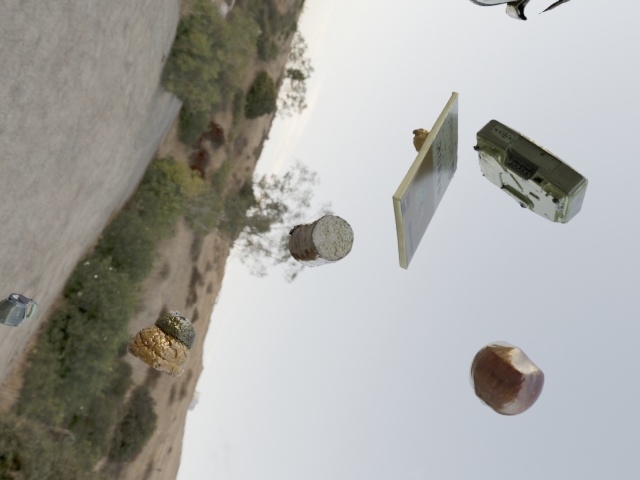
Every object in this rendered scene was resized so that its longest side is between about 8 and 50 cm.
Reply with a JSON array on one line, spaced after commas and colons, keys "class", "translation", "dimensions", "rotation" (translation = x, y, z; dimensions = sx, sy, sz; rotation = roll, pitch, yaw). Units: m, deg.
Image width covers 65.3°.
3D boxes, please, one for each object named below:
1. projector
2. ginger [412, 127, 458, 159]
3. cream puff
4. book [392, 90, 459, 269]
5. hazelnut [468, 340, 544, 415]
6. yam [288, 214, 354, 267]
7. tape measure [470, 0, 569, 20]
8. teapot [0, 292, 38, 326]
[{"class": "projector", "translation": [0.483, -0.151, 1.179], "dimensions": [0.088, 0.193, 0.269], "rotation": [-42, -122, -2]}, {"class": "ginger", "translation": [0.324, -0.237, 1.389], "dimensions": [0.069, 0.190, 0.095], "rotation": [-50, -156, -6]}, {"class": "cream puff", "translation": [-0.440, 0.282, 1.439], "dimensions": [0.169, 0.183, 0.183], "rotation": [-61, -166, -16]}, {"class": "book", "translation": [0.221, -0.120, 1.015], "dimensions": [0.310, 0.021, 0.217], "rotation": [-58, 152, -28]}, {"class": "hazelnut", "translation": [0.376, 0.284, 1.030], "dimensions": [0.143, 0.143, 0.154], "rotation": [-64, -146, 17]}, {"class": "yam", "translation": [-0.001, 0.003, 0.824], "dimensions": [0.127, 0.084, 0.084], "rotation": [-11, -120, 70]}, {"class": "tape measure", "translation": [0.278, -0.347, 0.596], "dimensions": [0.271, 0.231, 0.133], "rotation": [-62, 142, -57]}, {"class": "teapot", "translation": [-0.655, 0.148, 1.080], "dimensions": [0.057, 0.066, 0.088], "rotation": [-53, 154, 3]}]
